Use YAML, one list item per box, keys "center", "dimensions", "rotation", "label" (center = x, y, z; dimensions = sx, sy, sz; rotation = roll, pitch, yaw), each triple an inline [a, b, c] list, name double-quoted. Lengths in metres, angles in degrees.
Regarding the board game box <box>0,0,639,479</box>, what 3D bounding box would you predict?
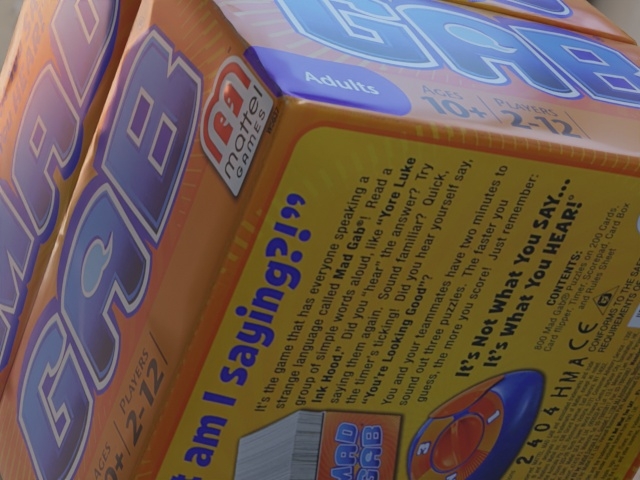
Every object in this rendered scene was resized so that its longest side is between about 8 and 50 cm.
- center: [0.000, 0.000, 0.957]
  dimensions: [0.356, 0.356, 0.356]
  rotation: [6, 31, -32]
  label: "board game box"
